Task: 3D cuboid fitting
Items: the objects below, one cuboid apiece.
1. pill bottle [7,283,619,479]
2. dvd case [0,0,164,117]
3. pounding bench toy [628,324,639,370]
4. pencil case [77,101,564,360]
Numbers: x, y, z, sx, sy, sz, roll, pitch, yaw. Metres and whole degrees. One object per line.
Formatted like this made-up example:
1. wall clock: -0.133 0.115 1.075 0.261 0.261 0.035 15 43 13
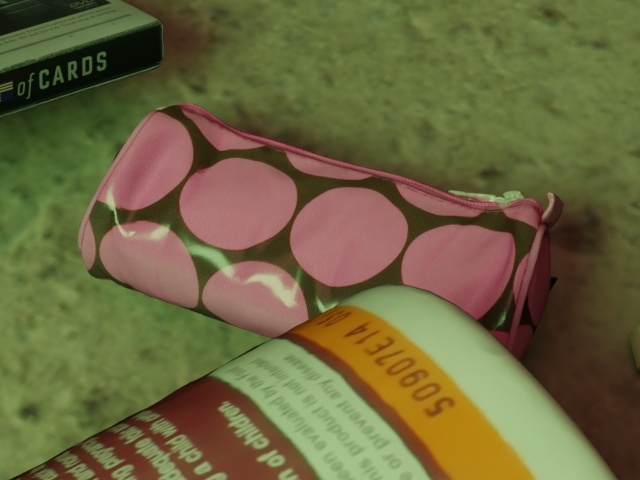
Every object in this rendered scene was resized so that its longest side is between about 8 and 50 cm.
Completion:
1. pill bottle: -0.088 0.195 0.543 0.392 0.224 0.224 -27 57 -16
2. dvd case: -0.219 -0.112 0.824 0.179 0.029 0.238 -24 40 -37
3. pounding bench toy: 0.179 0.028 0.745 0.083 0.065 0.052 -14 55 -7
4. pencil case: 0.000 0.000 0.761 0.209 0.095 0.098 17 92 12
